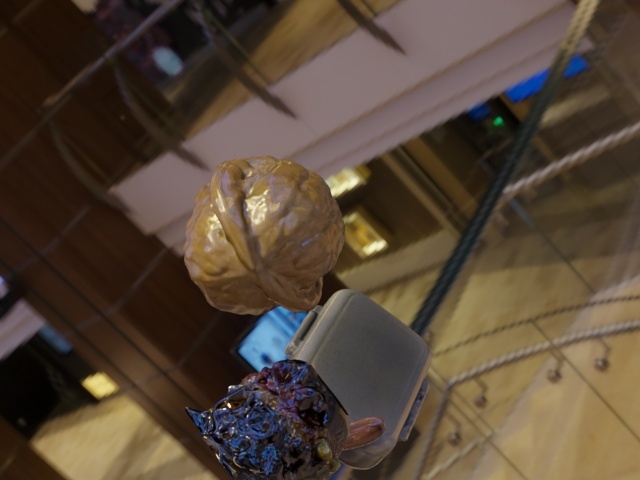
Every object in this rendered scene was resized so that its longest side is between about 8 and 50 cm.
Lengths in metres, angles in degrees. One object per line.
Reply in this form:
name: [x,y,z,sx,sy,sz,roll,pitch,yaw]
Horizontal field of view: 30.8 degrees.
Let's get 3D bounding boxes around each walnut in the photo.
walnut: [-0.079,-0.002,1.627,0.224,0.257,0.257,-29,20,13]

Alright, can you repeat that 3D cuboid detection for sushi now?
sushi: [-0.047,0.225,1.373,0.150,0.153,0.172,-39,35,-9]

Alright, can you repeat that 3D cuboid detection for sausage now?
sausage: [0.003,0.287,1.691,0.186,0.043,0.043,-8,19,-1]

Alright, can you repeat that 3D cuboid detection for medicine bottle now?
medicine bottle: [0.065,0.259,2.229,0.123,0.282,0.375,-51,2,34]

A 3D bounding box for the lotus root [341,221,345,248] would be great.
lotus root: [0.000,0.000,2.017,0.094,0.108,0.191,-5,18,-3]
